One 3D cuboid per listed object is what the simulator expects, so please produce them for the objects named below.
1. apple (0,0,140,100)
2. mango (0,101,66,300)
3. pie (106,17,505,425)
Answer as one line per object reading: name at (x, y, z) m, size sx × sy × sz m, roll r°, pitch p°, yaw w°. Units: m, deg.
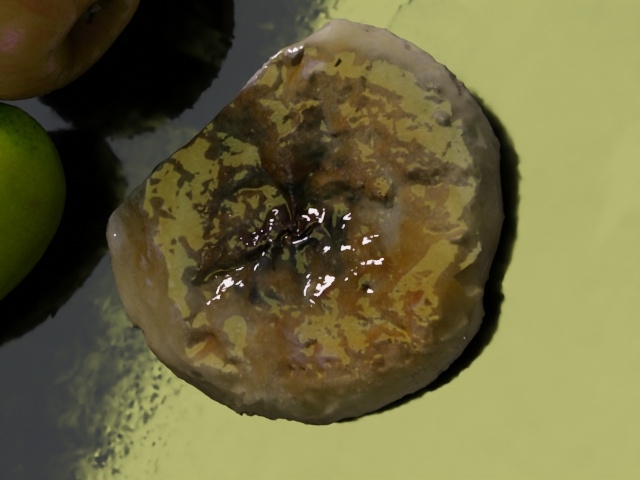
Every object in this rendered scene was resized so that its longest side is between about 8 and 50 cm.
apple at (-0.163, -0.150, 0.857) m, size 0.146 × 0.146 × 0.147 m, roll -1°, pitch 85°, yaw 16°
mango at (-0.213, -0.004, 0.881) m, size 0.163 × 0.089 × 0.117 m, roll -18°, pitch 104°, yaw 5°
pie at (0.001, 0.000, 0.845) m, size 0.218 × 0.052 × 0.185 m, roll -45°, pitch 81°, yaw 11°
